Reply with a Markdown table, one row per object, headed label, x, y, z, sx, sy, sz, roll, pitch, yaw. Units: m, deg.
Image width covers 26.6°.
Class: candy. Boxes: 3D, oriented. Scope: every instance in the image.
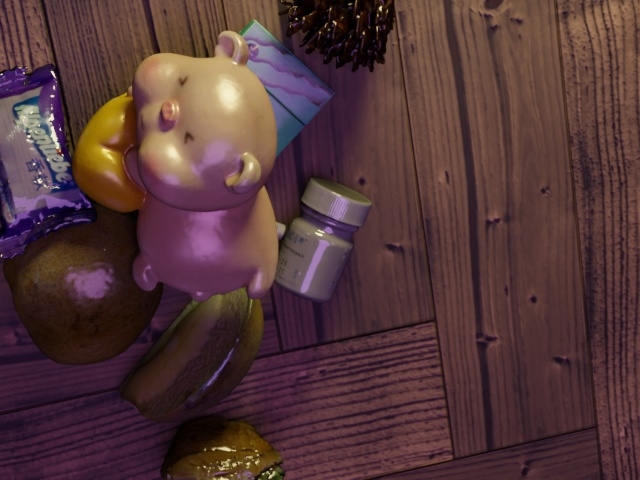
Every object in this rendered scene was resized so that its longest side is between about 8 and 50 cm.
| label | x | y | z | sx | sy | sz | roll | pitch | yaw |
| --- | --- | --- | --- | --- | --- | --- | --- | --- | --- |
| candy | -0.407 | -0.116 | 1.876 | 0.145 | 0.070 | 0.275 | -16 | 72 | -9 |

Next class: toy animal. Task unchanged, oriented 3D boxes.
| label | x | y | z | sx | sy | sz | roll | pitch | yaw |
| --- | --- | --- | --- | --- | --- | --- | --- | --- | --- |
| toy animal | -0.175 | -0.098 | 1.789 | 0.277 | 0.247 | 0.345 | 0 | 81 | -22 |

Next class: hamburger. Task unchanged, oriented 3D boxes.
| label | x | y | z | sx | sy | sz | roll | pitch | yaw |
| --- | --- | --- | --- | --- | --- | --- | --- | --- | --- |
| hamburger | -0.151 | 0.336 | 2.048 | 0.183 | 0.206 | 0.130 | -1 | 87 | -12 |

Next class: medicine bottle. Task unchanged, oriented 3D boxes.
| label | x | y | z | sx | sy | sz | roll | pitch | yaw |
| --- | --- | --- | --- | --- | --- | --- | --- | --- | --- |
| medicine bottle | 0.000 | 0.000 | 2.022 | 0.105 | 0.105 | 0.168 | 20 | 102 | -16 |

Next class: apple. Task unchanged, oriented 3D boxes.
| label | x | y | z | sx | sy | sz | roll | pitch | yaw |
| --- | --- | --- | --- | --- | --- | --- | --- | --- | --- |
| apple | -0.167 | 0.181 | 2.004 | 0.120 | 0.193 | 0.265 | 39 | 93 | -29 |

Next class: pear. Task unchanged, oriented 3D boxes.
| label | x | y | z | sx | sy | sz | roll | pitch | yaw |
| --- | --- | --- | --- | --- | --- | --- | --- | --- | --- |
| pear | -0.326 | 0.060 | 1.927 | 0.211 | 0.188 | 0.229 | -24 | 116 | 9 |

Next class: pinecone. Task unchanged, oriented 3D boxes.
| label | x | y | z | sx | sy | sz | roll | pitch | yaw |
| --- | --- | --- | --- | --- | --- | --- | --- | --- | --- |
| pinecone | 0.024 | -0.323 | 1.909 | 0.165 | 0.163 | 0.163 | 10 | 105 | 2 |

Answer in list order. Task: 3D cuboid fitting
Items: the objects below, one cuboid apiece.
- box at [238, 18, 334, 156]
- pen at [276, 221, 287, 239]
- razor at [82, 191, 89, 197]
| label | x | y | z | sx | sy | sz | roll | pitch | yaw |
| --- | --- | --- | --- | --- | --- | --- | --- | --- | --- |
| box | -0.114 | -0.186 | 1.976 | 0.162 | 0.041 | 0.229 | 41 | 95 | -19 |
| pen | -0.147 | -0.044 | 2.022 | 0.204 | 0.025 | 0.025 | 20 | 102 | -15 |
| razor | -0.449 | -0.087 | 1.936 | 0.324 | 0.093 | 0.056 | 0 | 143 | -8 |
